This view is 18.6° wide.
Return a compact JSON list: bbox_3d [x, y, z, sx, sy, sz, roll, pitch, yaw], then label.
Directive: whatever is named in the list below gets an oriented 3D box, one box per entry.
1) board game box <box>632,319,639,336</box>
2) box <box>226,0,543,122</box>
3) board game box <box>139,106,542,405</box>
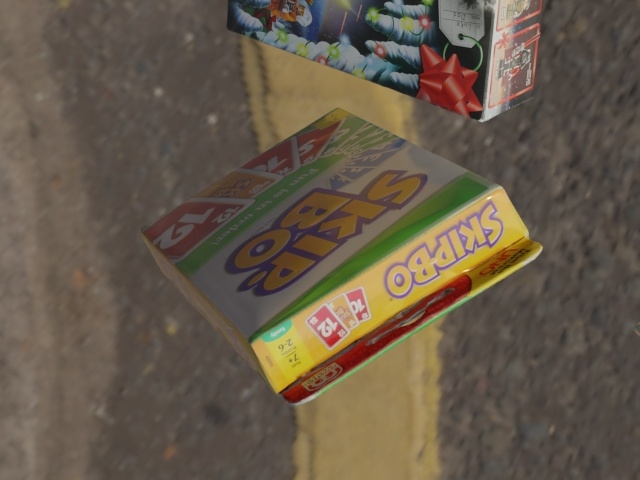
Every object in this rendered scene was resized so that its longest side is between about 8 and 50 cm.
[{"bbox_3d":[0.384,0.033,1.070,0.336,0.079,0.254,-41,91,1],"label":"board game box"},{"bbox_3d":[0.019,-0.110,0.522,0.094,0.027,0.137,22,123,33],"label":"box"},{"bbox_3d":[0.000,0.000,0.889,0.124,0.259,0.039,-32,111,-8],"label":"board game box"}]
